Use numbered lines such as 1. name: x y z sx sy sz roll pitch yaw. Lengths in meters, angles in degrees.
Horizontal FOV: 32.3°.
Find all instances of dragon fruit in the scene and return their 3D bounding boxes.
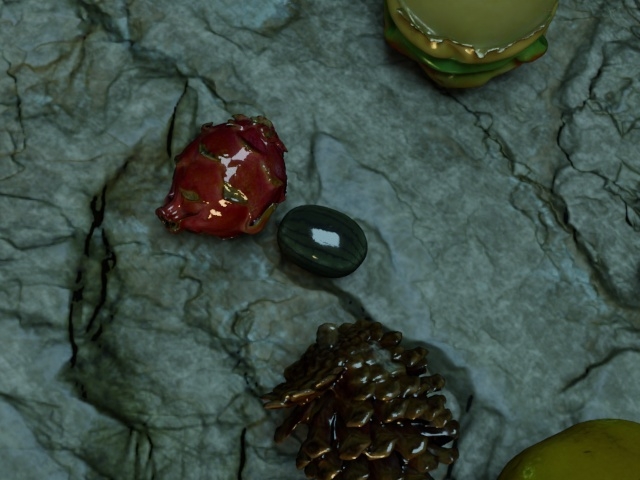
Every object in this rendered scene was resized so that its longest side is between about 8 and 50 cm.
1. dragon fruit: -0.104 -0.062 1.233 0.166 0.136 0.133 -39 80 -10

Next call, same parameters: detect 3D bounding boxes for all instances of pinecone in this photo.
1. pinecone: 0.052 0.188 1.151 0.186 0.168 0.212 -37 80 -26

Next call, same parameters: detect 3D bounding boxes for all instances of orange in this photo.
1. orange: 0.297 0.320 1.115 0.279 0.235 0.278 5 75 -17

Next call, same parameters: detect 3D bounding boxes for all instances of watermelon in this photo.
1. watermelon: 0.000 0.000 1.260 0.111 0.078 0.078 21 68 -3

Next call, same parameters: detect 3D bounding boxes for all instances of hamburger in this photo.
1. hamburger: 0.184 -0.294 1.367 0.237 0.149 0.237 1 71 -2
